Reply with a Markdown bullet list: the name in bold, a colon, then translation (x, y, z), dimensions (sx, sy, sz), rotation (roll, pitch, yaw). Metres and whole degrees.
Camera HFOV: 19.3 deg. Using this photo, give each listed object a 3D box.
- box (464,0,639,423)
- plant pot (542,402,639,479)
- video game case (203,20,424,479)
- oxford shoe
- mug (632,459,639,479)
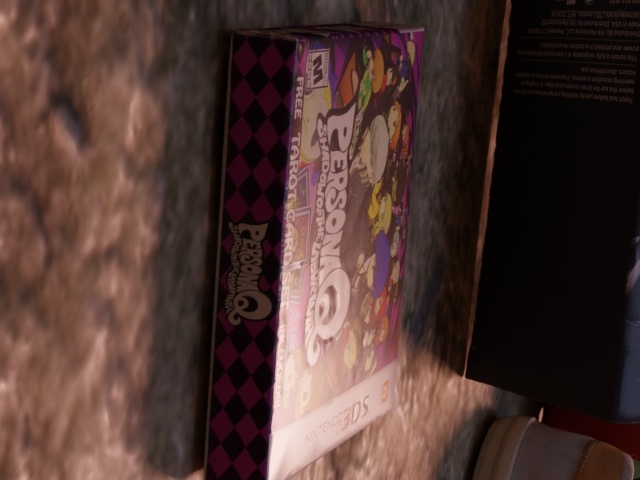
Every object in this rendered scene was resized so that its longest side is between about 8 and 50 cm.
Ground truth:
- **box**: translation (0.309, -0.029, 1.400), dimensions (0.343, 0.179, 0.312), rotation (3, 96, -31)
- **plant pot**: translation (0.282, 0.146, 1.625), dimensions (0.191, 0.191, 0.174), rotation (-46, 132, -58)
- **video game case**: translation (0.000, 0.000, 1.011), dimensions (0.210, 0.042, 0.232), rotation (-19, 115, -69)
- **oxford shoe**: translation (0.206, 0.328, 1.567), dimensions (0.169, 0.130, 0.449), rotation (-64, 154, -45)
- **mug**: translation (0.315, 0.180, 1.791), dimensions (0.097, 0.129, 0.157), rotation (21, 67, -69)
